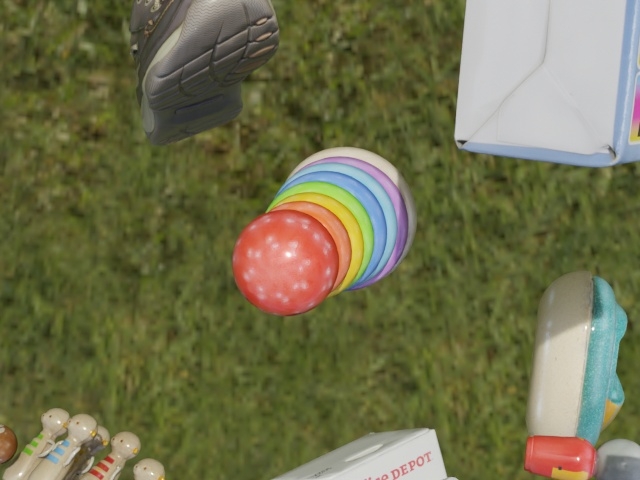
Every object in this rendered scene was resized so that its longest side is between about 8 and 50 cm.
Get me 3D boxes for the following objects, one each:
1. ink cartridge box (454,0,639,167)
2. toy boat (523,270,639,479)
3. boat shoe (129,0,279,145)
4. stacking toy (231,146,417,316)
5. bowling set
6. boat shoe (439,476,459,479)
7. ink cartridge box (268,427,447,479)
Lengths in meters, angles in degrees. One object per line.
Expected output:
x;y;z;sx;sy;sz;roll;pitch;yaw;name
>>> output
0.282;-0.207;1.308;0.151;0.395;0.270;12;103;36;ink cartridge box
0.339;0.206;2.091;0.148;0.318;0.267;6;121;6;toy boat
-0.135;-0.198;1.591;0.132;0.130;0.355;-20;171;-18;boat shoe
0.000;0.000;1.481;0.141;0.330;0.141;2;99;10;stacking toy
-0.340;0.279;2.197;0.200;0.154;0.287;46;158;-27;bowling set
0.106;0.264;1.494;0.035;0.100;0.035;-21;141;41;boat shoe
0.076;0.424;2.155;0.129;0.223;0.307;-10;96;46;ink cartridge box
